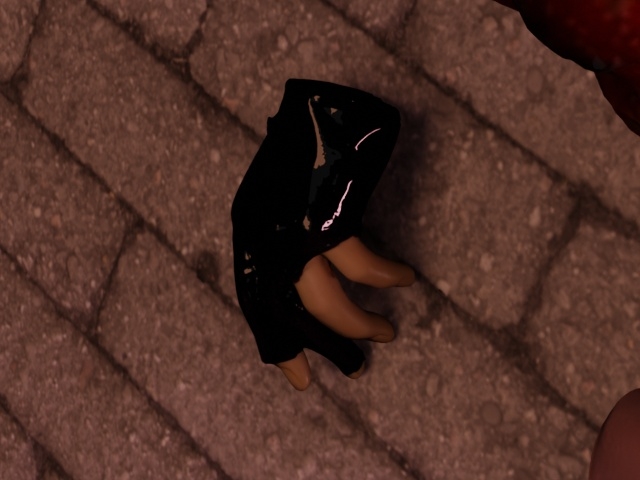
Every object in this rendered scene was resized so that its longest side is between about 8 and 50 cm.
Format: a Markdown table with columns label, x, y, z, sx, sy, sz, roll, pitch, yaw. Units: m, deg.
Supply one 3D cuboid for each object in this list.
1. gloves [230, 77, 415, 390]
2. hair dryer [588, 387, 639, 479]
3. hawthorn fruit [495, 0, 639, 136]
| label | x | y | z | sx | sy | sz | roll | pitch | yaw |
| --- | --- | --- | --- | --- | --- | --- | --- | --- | --- |
| gloves | -0.006 | -0.004 | 1.736 | 0.197 | 0.152 | 0.301 | -139 | 40 | -65 |
| hair dryer | 0.338 | 0.296 | 1.452 | 0.210 | 0.125 | 0.353 | 5 | 108 | 43 |
| hawthorn fruit | 0.280 | -0.268 | 1.260 | 0.402 | 0.402 | 0.403 | 6 | 98 | 44 |
